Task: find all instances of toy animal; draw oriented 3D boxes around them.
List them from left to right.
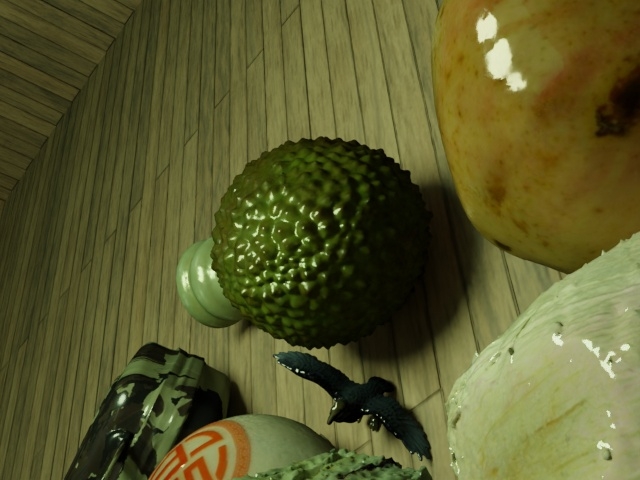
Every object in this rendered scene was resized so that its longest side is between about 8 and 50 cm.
[{"bbox_3d":[0.042,0.183,1.069,0.220,0.108,0.062,30,94,31],"label":"toy animal"}]

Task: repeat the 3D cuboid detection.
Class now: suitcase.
[{"bbox_3d":[-0.257,0.342,1.314,0.351,0.194,0.339,-63,5,5],"label":"suitcase"}]

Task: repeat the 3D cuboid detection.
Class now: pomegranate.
[{"bbox_3d":[0.242,-0.111,0.766,0.342,0.342,0.342,-40,37,39],"label":"pomegranate"}]

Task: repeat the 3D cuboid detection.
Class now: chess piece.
[{"bbox_3d":[-0.086,0.031,1.385,0.251,0.144,0.144,-25,48,44],"label":"chess piece"}]

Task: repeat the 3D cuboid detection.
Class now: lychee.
[{"bbox_3d":[-0.002,0.001,1.127,0.320,0.270,0.270,83,-158,-73],"label":"lychee"}]

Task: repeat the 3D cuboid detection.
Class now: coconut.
[{"bbox_3d":[0.250,0.124,0.572,0.254,0.297,0.297,125,152,-42],"label":"coconut"}]

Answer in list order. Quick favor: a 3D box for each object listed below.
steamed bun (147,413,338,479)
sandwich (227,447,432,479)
[{"bbox_3d":[-0.104,0.316,1.065,0.283,0.177,0.283,-32,30,21],"label":"steamed bun"},{"bbox_3d":[0.013,0.344,0.821,0.131,0.262,0.325,-16,54,54],"label":"sandwich"}]
